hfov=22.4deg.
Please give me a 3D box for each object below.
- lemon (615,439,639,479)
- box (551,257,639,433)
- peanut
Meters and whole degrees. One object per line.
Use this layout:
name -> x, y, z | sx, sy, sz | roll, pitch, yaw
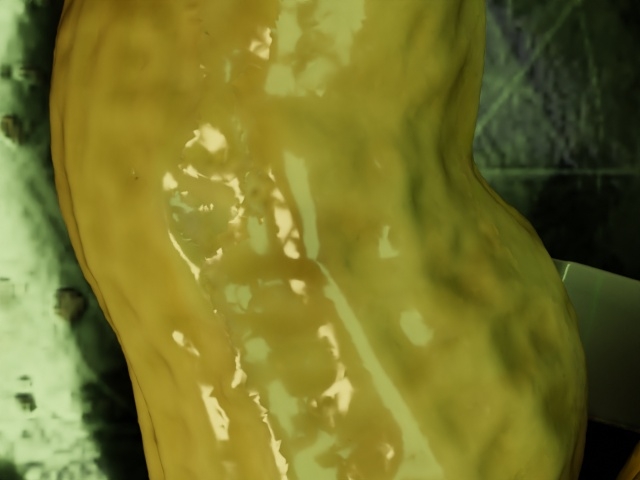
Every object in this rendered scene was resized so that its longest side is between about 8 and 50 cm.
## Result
lemon -> 0.211, 0.152, 0.476 | 0.297, 0.297, 0.297 | -3, 98, -19
box -> 0.166, 0.057, 0.604 | 0.218, 0.039, 0.055 | 15, 91, -21
peanut -> 0.000, 0.000, 0.495 | 0.147, 0.147, 0.306 | -19, 99, -16
